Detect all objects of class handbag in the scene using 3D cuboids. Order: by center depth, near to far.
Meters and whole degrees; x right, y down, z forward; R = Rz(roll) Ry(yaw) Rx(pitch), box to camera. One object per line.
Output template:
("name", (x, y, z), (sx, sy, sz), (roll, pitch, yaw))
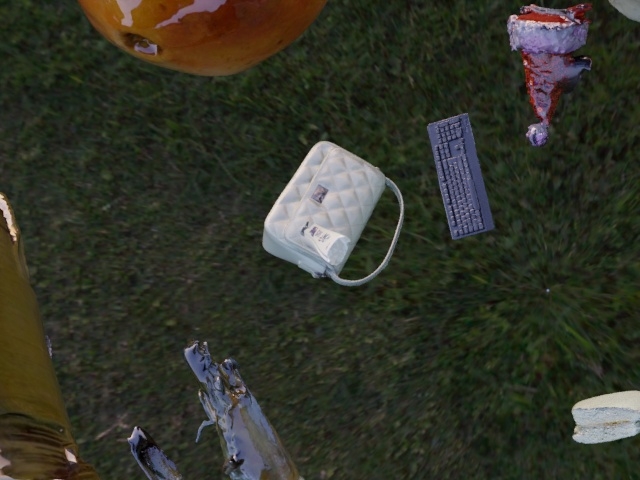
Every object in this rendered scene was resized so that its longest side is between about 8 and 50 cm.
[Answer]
("handbag", (0.037, -0.042, 1.773), (0.219, 0.079, 0.256), (26, 60, 6))

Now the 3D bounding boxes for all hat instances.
("hat", (0.355, -0.254, 1.558), (0.140, 0.129, 0.227), (14, 113, 38))

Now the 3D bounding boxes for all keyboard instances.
("keyboard", (0.224, -0.104, 1.627), (0.074, 0.015, 0.197), (-16, 80, 29))

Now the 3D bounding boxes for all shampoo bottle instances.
("shampoo bottle", (0.000, 0.000, 1.607), (0.034, 0.141, 0.049), (19, 95, -28))

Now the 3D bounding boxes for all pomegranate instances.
("pomegranate", (-0.086, -0.218, 0.697), (0.209, 0.209, 0.209), (-1, 87, 13))

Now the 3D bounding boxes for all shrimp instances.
("shrimp", (-0.084, 0.171, 0.772), (0.150, 0.051, 0.217), (-4, 113, 34))

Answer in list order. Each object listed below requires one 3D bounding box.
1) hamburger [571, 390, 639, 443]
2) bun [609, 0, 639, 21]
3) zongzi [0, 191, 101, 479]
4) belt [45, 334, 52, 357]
("hamburger", (0.416, 0.241, 1.405), (0.121, 0.084, 0.054), (-19, 89, 44))
("bun", (0.481, -0.418, 1.369), (0.273, 0.168, 0.273), (18, 115, 43))
("zongzi", (-0.284, 0.078, 0.504), (0.274, 0.300, 0.145), (62, 140, 39))
("belt", (-0.376, 0.147, 1.188), (0.053, 0.232, 0.071), (-26, 99, 6))
